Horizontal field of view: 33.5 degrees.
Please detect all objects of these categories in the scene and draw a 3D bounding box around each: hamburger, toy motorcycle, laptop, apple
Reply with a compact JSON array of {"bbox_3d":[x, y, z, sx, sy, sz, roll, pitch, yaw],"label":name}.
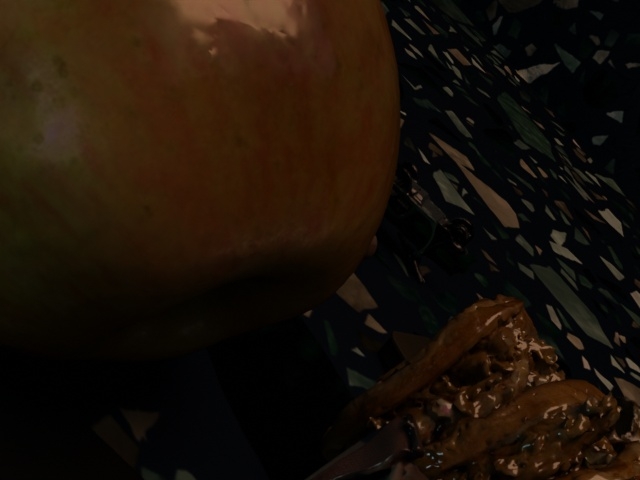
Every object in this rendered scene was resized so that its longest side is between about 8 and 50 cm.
[{"bbox_3d":[0.136,0.174,0.866,0.245,0.260,0.211,-11,61,-40],"label":"hamburger"},{"bbox_3d":[0.115,-0.031,1.364,0.173,0.100,0.058,44,24,6],"label":"toy motorcycle"},{"bbox_3d":[-0.191,0.141,0.684,0.197,0.016,0.135,45,22,-1],"label":"laptop"},{"bbox_3d":[-0.133,-0.094,0.729,0.391,0.391,0.347,9,52,-53],"label":"apple"}]

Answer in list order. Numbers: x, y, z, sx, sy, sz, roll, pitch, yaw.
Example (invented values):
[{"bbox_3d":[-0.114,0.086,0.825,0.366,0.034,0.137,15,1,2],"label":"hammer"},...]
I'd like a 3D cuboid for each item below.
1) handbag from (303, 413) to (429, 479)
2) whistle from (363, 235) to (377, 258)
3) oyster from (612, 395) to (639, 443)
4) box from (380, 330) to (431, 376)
[{"bbox_3d":[0.020,0.243,0.627,0.190,0.193,0.251,41,22,3],"label":"handbag"},{"bbox_3d":[0.000,0.000,1.176,0.107,0.057,0.220,53,23,22],"label":"whistle"},{"bbox_3d":[0.317,0.261,1.170,0.110,0.166,0.341,41,5,14],"label":"oyster"},{"bbox_3d":[0.118,0.156,1.136,0.091,0.031,0.126,14,37,-50],"label":"box"}]
